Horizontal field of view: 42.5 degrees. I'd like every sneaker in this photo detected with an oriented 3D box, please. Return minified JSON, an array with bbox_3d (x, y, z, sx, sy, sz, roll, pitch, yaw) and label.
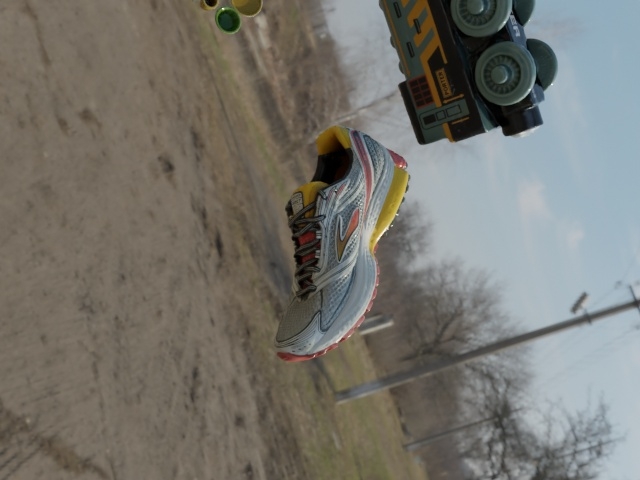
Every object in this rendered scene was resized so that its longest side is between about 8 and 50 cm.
[{"bbox_3d":[0.000,0.000,0.719,0.093,0.088,0.225,34,60,-31],"label":"sneaker"}]

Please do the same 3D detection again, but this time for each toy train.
[{"bbox_3d":[0.171,-0.278,1.052,0.142,0.190,0.334,-28,99,-56],"label":"toy train"}]

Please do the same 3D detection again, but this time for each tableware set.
[{"bbox_3d":[-0.108,-0.353,1.098,0.104,0.154,0.024,45,-23,-20],"label":"tableware set"}]
